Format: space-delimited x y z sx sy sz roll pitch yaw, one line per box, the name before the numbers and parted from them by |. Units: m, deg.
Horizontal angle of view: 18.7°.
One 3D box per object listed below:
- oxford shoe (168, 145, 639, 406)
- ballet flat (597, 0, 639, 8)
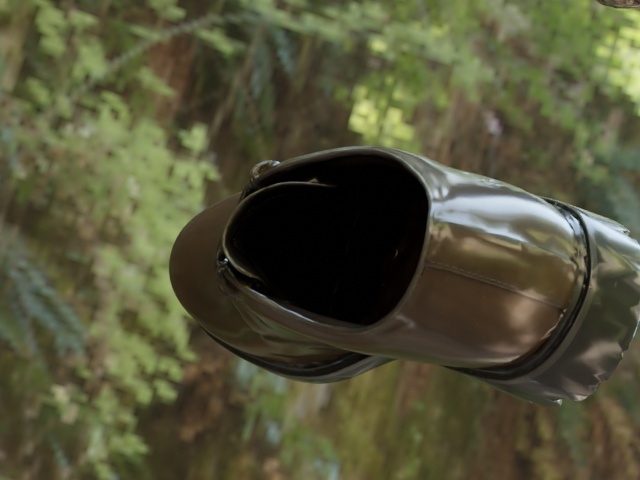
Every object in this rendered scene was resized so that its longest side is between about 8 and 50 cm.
oxford shoe | 0.000 0.000 0.644 0.096 0.083 0.227 21 -12 -29
ballet flat | 0.097 -0.205 0.750 0.084 0.058 0.250 30 -39 55
